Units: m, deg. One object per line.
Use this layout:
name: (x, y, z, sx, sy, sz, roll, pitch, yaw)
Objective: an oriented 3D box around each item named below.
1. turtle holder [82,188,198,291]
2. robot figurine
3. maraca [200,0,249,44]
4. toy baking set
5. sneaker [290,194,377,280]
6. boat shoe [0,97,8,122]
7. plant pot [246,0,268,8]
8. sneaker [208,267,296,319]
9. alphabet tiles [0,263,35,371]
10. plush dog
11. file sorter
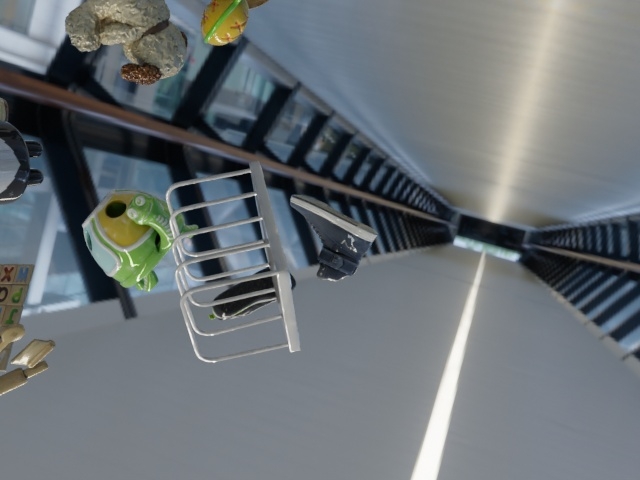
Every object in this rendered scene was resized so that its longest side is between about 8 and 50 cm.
turtle holder: (-0.468, -0.010, 1.819, 0.227, 0.243, 0.320, 41, 179, -15)
robot figurine: (-0.673, -0.147, 1.394, 0.278, 0.174, 0.209, -10, -113, -55)
maraca: (-0.210, -0.531, 1.697, 0.099, 0.186, 0.127, 39, -156, -14)
toy baking set: (-0.560, 0.205, 1.164, 0.030, 0.256, 0.196, 53, 164, 33)
sneaker: (0.000, 0.001, 1.718, 0.226, 0.163, 0.086, 30, -166, 15)
boat shoe: (-0.750, -0.193, 1.562, 0.095, 0.257, 0.095, 19, 174, -41)
plant pot: (-0.215, -0.775, 2.067, 0.237, 0.236, 0.032, 12, -148, -29)
sneaker: (-0.177, 0.139, 1.853, 0.235, 0.084, 0.097, -19, 163, -22)
alphabet tiles: (-0.644, 0.138, 1.357, 0.237, 0.198, 0.009, -1, 160, 26)
plush dog: (-0.380, -0.461, 1.592, 0.211, 0.225, 0.262, -14, -151, 39)
file sorter: (-0.150, 0.039, 1.221, 0.173, 0.192, 0.277, -13, -136, -6)
